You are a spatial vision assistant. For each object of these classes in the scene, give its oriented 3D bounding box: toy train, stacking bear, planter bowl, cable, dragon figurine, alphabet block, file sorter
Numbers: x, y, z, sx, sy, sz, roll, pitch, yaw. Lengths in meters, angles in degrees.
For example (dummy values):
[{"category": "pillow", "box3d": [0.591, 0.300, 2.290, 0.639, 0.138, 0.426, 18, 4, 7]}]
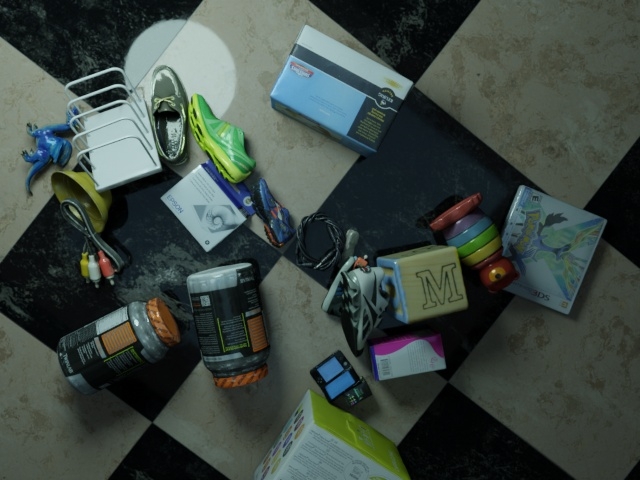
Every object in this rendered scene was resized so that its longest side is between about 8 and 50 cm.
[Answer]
[{"category": "toy train", "box3d": [0.148, 0.131, 1.988, 0.166, 0.046, 0.125, 40, 91, -4]}, {"category": "stacking bear", "box3d": [0.483, 0.021, 1.933, 0.175, 0.164, 0.289, -34, 90, 9]}, {"category": "planter bowl", "box3d": [-0.685, -0.135, 1.886, 0.217, 0.217, 0.090, 47, 55, -4]}, {"category": "cable", "box3d": [-0.674, 0.012, 1.876, 0.139, 0.072, 0.287, 1, 125, 19]}, {"category": "dragon figurine", "box3d": [-0.798, -0.268, 1.899, 0.144, 0.085, 0.289, 11, 91, -3]}, {"category": "cable", "box3d": [0.000, 0.000, 1.962, 0.150, 0.047, 0.184, 8, 85, 11]}, {"category": "alphabet block", "box3d": [0.301, 0.126, 1.911, 0.197, 0.192, 0.193, -12, 95, -11]}, {"category": "file sorter", "box3d": [-0.593, -0.316, 1.804, 0.193, 0.173, 0.277, -20, 61, -1]}]

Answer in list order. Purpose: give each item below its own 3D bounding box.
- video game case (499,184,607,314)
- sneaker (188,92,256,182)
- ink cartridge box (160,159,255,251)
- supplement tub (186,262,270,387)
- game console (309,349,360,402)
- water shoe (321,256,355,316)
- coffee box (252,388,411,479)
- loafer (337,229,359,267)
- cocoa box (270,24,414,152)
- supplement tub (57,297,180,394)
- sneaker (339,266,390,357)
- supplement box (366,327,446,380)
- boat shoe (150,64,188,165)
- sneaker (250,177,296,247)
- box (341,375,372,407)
[{"category": "video game case", "box3d": [0.708, 0.031, 2.018, 0.300, 0.036, 0.329, 22, 91, -4]}, {"category": "sneaker", "box3d": [-0.300, -0.313, 1.928, 0.123, 0.109, 0.295, -32, 90, -28]}, {"category": "ink cartridge box", "box3d": [-0.331, -0.117, 1.951, 0.224, 0.045, 0.223, -41, 94, -1]}, {"category": "supplement tub", "box3d": [-0.266, 0.248, 1.892, 0.207, 0.207, 0.338, -10, 93, -2]}, {"category": "game console", "box3d": [0.044, 0.421, 1.984, 0.122, 0.071, 0.107, -36, 94, -1]}, {"category": "water shoe", "box3d": [0.075, 0.142, 1.959, 0.080, 0.073, 0.203, 27, 113, 1]}, {"category": "coffee box", "box3d": [0.022, 0.695, 1.863, 0.338, 0.337, 0.334, 33, 90, -4]}, {"category": "loafer", "box3d": [0.082, 0.026, 1.988, 0.045, 0.039, 0.125, 17, 100, -34]}, {"category": "cocoa box", "box3d": [0.052, -0.422, 1.863, 0.347, 0.231, 0.228, 27, 92, -4]}, {"category": "supplement tub", "box3d": [-0.589, 0.305, 1.885, 0.316, 0.193, 0.193, -26, 94, -1]}, {"category": "sneaker", "box3d": [0.142, 0.217, 1.906, 0.146, 0.122, 0.330, -14, 131, -16]}, {"category": "supplement box", "box3d": [0.263, 0.351, 1.972, 0.220, 0.114, 0.111, -9, 92, -1]}, {"category": "boat shoe", "box3d": [-0.452, -0.379, 1.908, 0.109, 0.091, 0.305, -7, 93, -3]}, {"category": "sneaker", "box3d": [-0.145, -0.090, 1.948, 0.087, 0.083, 0.221, -29, 105, -30]}, {"category": "box", "box3d": [0.112, 0.473, 1.994, 0.083, 0.062, 0.052, -30, 95, -1]}]
